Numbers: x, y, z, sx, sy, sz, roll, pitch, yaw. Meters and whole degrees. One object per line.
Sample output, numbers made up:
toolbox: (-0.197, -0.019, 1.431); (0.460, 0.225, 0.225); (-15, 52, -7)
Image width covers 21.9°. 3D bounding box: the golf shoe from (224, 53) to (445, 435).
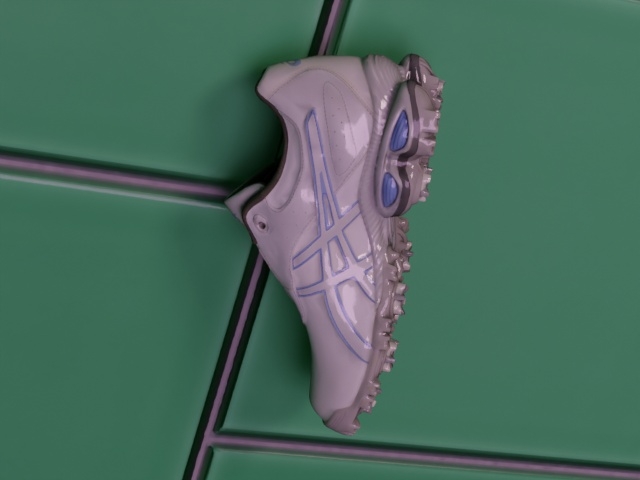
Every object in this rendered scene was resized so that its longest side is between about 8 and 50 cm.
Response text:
golf shoe: (0.000, 0.000, 0.715); (0.086, 0.069, 0.176); (8, 113, 0)
